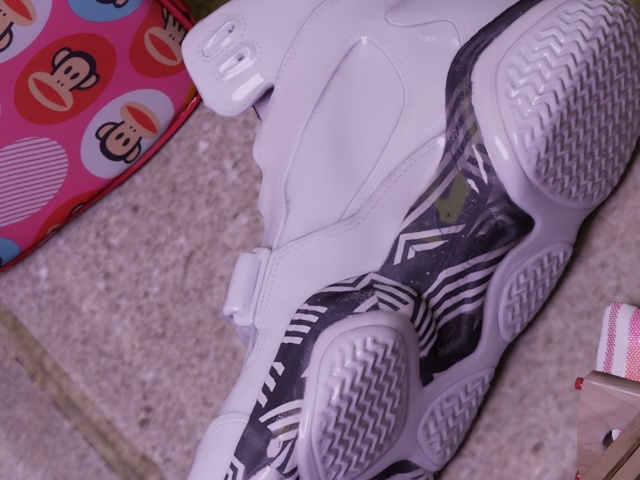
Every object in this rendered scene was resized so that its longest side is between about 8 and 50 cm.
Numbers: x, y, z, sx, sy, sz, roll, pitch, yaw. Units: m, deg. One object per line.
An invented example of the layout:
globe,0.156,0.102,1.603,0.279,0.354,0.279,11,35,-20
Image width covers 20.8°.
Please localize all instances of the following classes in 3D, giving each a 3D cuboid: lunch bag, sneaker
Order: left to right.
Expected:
lunch bag,-0.193,-0.124,0.971,0.258,0.293,0.120,-41,56,1
sneaker,0.000,0.000,0.910,0.210,0.137,0.366,28,78,35

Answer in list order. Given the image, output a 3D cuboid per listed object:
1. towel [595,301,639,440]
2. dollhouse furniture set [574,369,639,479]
towel,0.215,0.095,0.811,0.197,0.029,0.144,-1,67,28
dollhouse furniture set,0.143,0.177,0.760,0.129,0.184,0.129,14,32,32
